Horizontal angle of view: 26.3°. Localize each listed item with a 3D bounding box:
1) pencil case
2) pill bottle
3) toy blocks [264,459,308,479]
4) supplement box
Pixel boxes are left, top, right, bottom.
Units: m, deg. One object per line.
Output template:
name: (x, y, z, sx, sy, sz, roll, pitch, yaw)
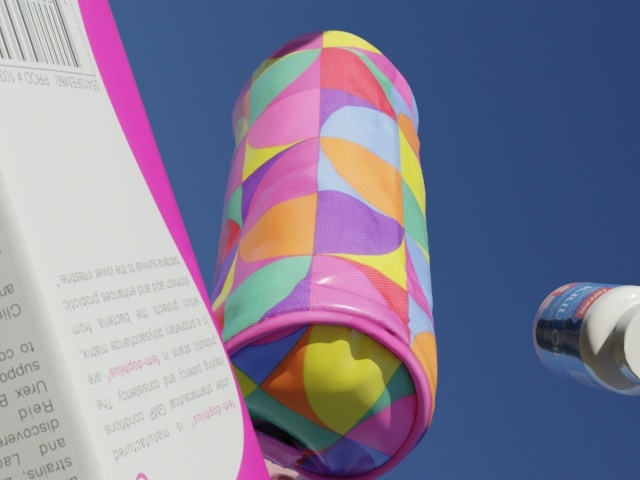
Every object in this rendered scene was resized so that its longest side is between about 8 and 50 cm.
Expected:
pencil case: (0.000, 0.000, 0.616, 0.236, 0.104, 0.104, -87, -165, -56)
pill bottle: (0.338, 0.111, 1.562, 0.221, 0.124, 0.124, 176, -93, -76)
toy blocks: (-0.066, 0.176, 0.851, 0.309, 0.288, 0.260, 32, -99, 16)
supplement box: (-0.105, 0.025, 0.431, 0.113, 0.111, 0.220, -21, -94, 18)
